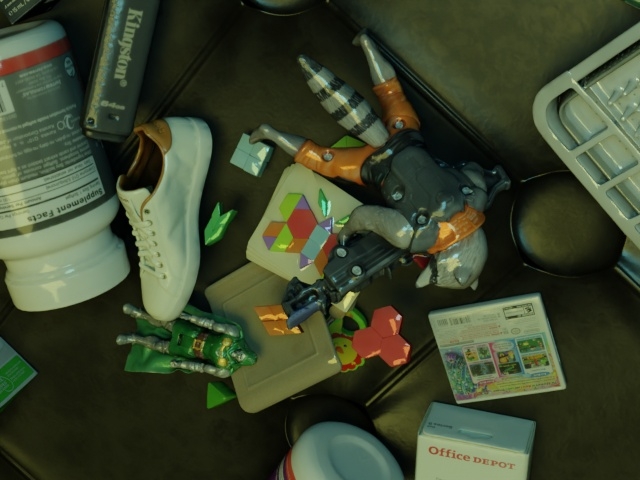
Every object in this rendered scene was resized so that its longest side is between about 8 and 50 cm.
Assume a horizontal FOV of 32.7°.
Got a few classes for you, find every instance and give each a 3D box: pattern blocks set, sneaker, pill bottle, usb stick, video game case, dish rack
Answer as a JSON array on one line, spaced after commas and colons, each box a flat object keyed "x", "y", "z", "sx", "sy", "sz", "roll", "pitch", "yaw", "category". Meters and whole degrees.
[{"x": 0.000, "y": 0.000, "z": 1.443, "sx": 0.325, "sy": 0.026, "sz": 0.285, "roll": 18, "pitch": 96, "yaw": 18, "category": "pattern blocks set"}, {"x": -0.233, "y": -0.027, "z": 1.488, "sx": 0.106, "sy": 0.123, "sz": 0.290, "roll": 20, "pitch": 108, "yaw": 44, "category": "sneaker"}, {"x": -0.023, "y": 0.429, "z": 1.614, "sx": 0.181, "sy": 0.181, "sz": 0.323, "roll": 35, "pitch": 120, "yaw": 2, "category": "pill bottle"}, {"x": -0.397, "y": -0.101, "z": 1.493, "sx": 0.210, "sy": 0.210, "sz": 0.362, "roll": -7, "pitch": 111, "yaw": 22, "category": "pill bottle"}, {"x": -0.251, "y": -0.265, "z": 1.411, "sx": 0.045, "sy": 0.077, "sz": 0.278, "roll": 29, "pitch": 108, "yaw": 49, "category": "usb stick"}, {"x": 0.241, "y": 0.149, "z": 1.488, "sx": 0.157, "sy": 0.019, "sz": 0.143, "roll": -12, "pitch": 109, "yaw": 23, "category": "video game case"}, {"x": 0.429, "y": -0.130, "z": 1.213, "sx": 0.285, "sy": 0.072, "sz": 0.333, "roll": 49, "pitch": 144, "yaw": -5, "category": "dish rack"}]

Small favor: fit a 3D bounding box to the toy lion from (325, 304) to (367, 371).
[{"x": 0.031, "y": 0.139, "z": 1.553, "sx": 0.096, "sy": 0.034, "sz": 0.100, "roll": 39, "pitch": 120, "yaw": -9, "category": "toy lion"}]

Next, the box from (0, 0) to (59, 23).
[{"x": -0.376, "y": -0.394, "z": 1.421, "sx": 0.156, "sy": 0.093, "sz": 0.158, "roll": -30, "pitch": 99, "yaw": 28, "category": "box"}]

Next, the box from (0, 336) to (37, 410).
[{"x": -0.638, "y": 0.236, "z": 1.776, "sx": 0.231, "sy": 0.127, "sz": 0.262, "roll": 44, "pitch": 120, "yaw": -3, "category": "box"}]

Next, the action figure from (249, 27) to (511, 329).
[{"x": 0.059, "y": -0.054, "z": 1.304, "sx": 0.341, "sy": 0.178, "sz": 0.330, "roll": -41, "pitch": 78, "yaw": -14, "category": "action figure"}]

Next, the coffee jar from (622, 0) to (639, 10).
[{"x": 0.396, "y": -0.335, "z": 1.181, "sx": 0.096, "sy": 0.079, "sz": 0.184, "roll": 25, "pitch": 118, "yaw": 7, "category": "coffee jar"}]

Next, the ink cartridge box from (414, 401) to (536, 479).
[{"x": 0.215, "y": 0.350, "z": 1.545, "sx": 0.154, "sy": 0.093, "sz": 0.212, "roll": 8, "pitch": 117, "yaw": 15, "category": "ink cartridge box"}]

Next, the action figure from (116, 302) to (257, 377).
[{"x": -0.187, "y": 0.144, "z": 1.564, "sx": 0.232, "sy": 0.063, "sz": 0.137, "roll": 10, "pitch": 91, "yaw": 30, "category": "action figure"}]

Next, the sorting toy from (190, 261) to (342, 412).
[{"x": -0.062, "y": 0.123, "z": 1.543, "sx": 0.348, "sy": 0.047, "sz": 0.196, "roll": -30, "pitch": 73, "yaw": 30, "category": "sorting toy"}]
